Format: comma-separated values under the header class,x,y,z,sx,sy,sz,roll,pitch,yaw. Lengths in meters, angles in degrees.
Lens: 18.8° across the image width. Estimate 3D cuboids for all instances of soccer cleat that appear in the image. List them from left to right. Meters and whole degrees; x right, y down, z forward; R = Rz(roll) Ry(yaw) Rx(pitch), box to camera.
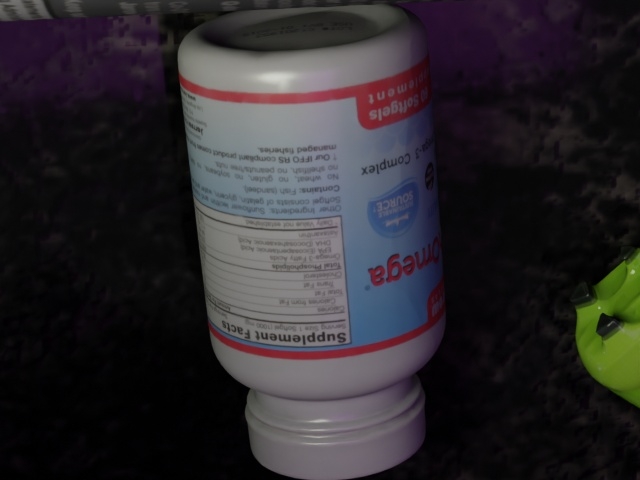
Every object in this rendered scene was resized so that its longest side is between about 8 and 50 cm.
class,x,y,z,sx,sy,sz,roll,pitch,yaw
soccer cleat,0.176,-0.002,0.742,0.179,0.060,0.072,-42,121,13

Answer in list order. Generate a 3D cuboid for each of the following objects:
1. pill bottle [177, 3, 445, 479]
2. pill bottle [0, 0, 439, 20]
class,x,y,z,sx,sy,sz,roll,pitch,yaw
pill bottle,0.000,0.000,0.691,0.087,0.087,0.160,-8,111,-7
pill bottle,0.026,-0.172,0.549,0.363,0.210,0.210,-2,110,-2
